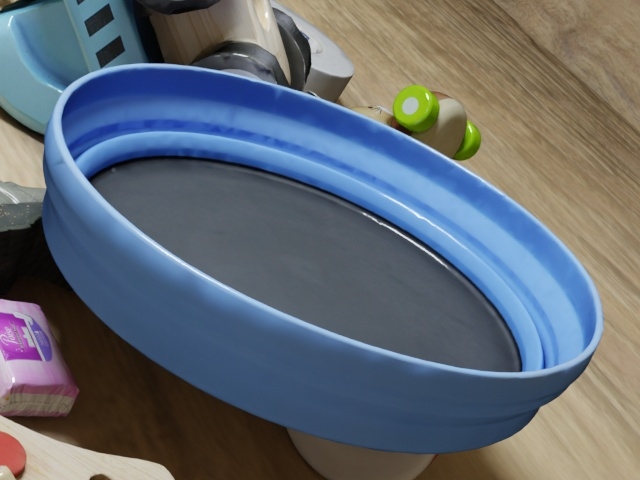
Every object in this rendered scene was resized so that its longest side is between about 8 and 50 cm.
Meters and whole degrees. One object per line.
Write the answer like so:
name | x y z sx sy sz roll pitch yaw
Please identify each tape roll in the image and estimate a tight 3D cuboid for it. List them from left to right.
tape roll | -0.064 -0.256 1.475 0.219 0.072 0.219 30 22 -13

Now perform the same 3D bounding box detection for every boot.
boot | -0.236 -0.035 0.788 0.161 0.083 0.246 37 20 21

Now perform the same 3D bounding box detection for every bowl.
bowl | 0.000 0.000 0.752 0.391 0.077 0.391 20 24 -9

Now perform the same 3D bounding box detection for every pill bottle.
pill bottle | 0.069 0.102 0.865 0.124 0.124 0.221 40 24 13

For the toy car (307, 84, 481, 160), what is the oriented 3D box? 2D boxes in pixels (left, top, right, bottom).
toy car | 0.075 -0.139 1.364 0.188 0.149 0.155 34 7 32

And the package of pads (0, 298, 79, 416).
package of pads | -0.189 0.074 0.687 0.050 0.032 0.083 13 30 -44

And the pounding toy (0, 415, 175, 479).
pounding toy | -0.138 0.117 0.506 0.269 0.155 0.154 39 27 11

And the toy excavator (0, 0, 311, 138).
toy excavator | -0.271 -0.235 0.988 0.222 0.445 0.433 -82 157 -66
